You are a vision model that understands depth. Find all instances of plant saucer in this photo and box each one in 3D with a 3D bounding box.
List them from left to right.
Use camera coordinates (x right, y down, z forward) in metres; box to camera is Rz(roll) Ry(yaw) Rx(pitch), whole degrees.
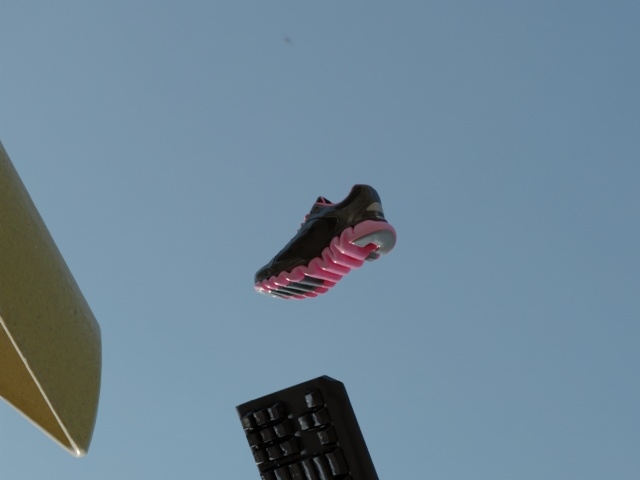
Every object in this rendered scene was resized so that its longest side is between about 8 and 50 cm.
[{"bbox_3d":[-0.299,-0.028,1.272,0.081,0.333,0.333,-39,-139,-22],"label":"plant saucer"}]

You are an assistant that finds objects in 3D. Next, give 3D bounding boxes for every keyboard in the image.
[{"bbox_3d":[0.003,0.163,0.839,0.108,0.023,0.180,-24,-96,50],"label":"keyboard"}]

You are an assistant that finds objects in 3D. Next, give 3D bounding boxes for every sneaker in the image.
[{"bbox_3d":[0.000,0.000,1.160,0.119,0.047,0.057,-29,-120,29],"label":"sneaker"}]
